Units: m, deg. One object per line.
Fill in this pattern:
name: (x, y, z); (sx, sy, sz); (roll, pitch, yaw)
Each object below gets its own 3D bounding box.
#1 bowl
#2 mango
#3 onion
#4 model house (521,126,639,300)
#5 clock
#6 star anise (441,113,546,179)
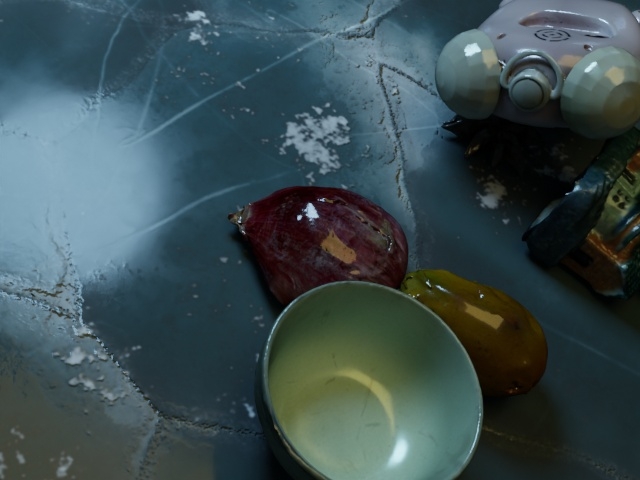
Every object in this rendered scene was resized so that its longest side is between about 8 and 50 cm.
bowl: (0.051, 0.220, 1.272); (0.307, 0.163, 0.307); (9, 57, -14)
mango: (0.222, 0.130, 1.395); (0.248, 0.151, 0.156); (33, 56, 1)
onion: (0.000, 0.000, 1.420); (0.283, 0.120, 0.227); (23, 50, -5)
model house: (0.523, -0.017, 1.587); (0.291, 0.184, 0.253); (43, 51, 4)
clock: (0.388, -0.290, 1.591); (0.342, 0.184, 0.326); (9, 32, 26)
star anise: (0.317, -0.201, 1.688); (0.182, 0.065, 0.195); (30, 53, 0)
